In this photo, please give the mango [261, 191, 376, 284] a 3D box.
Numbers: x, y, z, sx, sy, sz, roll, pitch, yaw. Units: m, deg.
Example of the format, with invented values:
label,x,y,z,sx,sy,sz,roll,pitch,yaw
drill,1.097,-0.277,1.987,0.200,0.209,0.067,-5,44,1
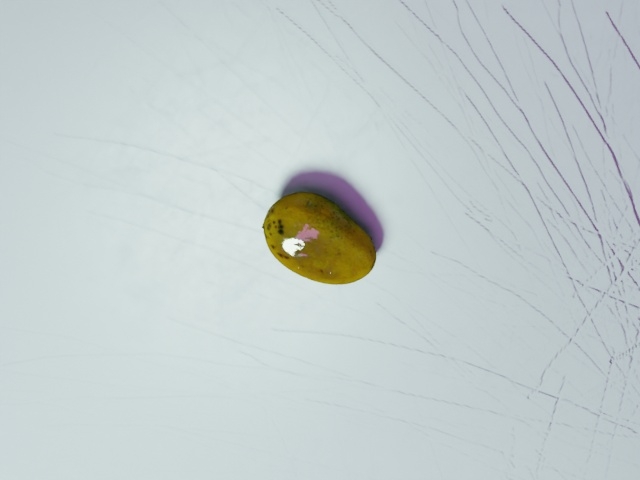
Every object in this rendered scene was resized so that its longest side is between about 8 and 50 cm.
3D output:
label,x,y,z,sx,sy,sz,roll,pitch,yaw
mango,0.000,0.000,1.668,0.114,0.057,0.079,26,116,-13
